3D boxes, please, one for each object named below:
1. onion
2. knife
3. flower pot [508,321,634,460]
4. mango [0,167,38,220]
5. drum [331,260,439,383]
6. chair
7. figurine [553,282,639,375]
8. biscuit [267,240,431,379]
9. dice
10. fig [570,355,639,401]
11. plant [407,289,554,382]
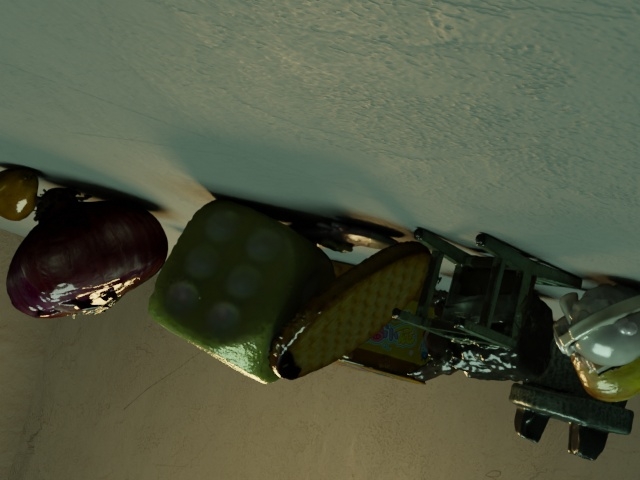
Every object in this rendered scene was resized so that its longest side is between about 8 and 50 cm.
[{"bbox_3d":[-0.484,0.011,1.906,0.347,0.285,0.347,-27,-179,0],"label":"onion"},{"bbox_3d":[0.000,0.001,1.617,0.132,0.038,0.398,20,171,-22],"label":"knife"},{"bbox_3d":[0.574,0.347,2.149,0.299,0.283,0.299,13,172,2],"label":"flower pot"},{"bbox_3d":[-0.600,-0.091,1.829,0.084,0.105,0.159,-3,177,-28],"label":"mango"},{"bbox_3d":[0.069,0.184,2.173,0.431,0.214,0.431,14,171,2],"label":"drum"},{"bbox_3d":[0.251,0.088,1.386,0.136,0.147,0.270,5,167,46],"label":"chair"},{"bbox_3d":[0.431,0.125,1.427,0.162,0.141,0.237,-24,165,3],"label":"figurine"},{"bbox_3d":[0.050,0.111,1.490,0.040,0.318,0.318,52,-174,20],"label":"biscuit"},{"bbox_3d":[-0.126,0.087,1.571,0.226,0.238,0.233,25,170,20],"label":"dice"},{"bbox_3d":[0.598,0.212,1.769,0.257,0.159,0.159,-19,151,41],"label":"fig"},{"bbox_3d":[0.305,0.172,1.736,0.234,0.204,0.178,-7,151,41],"label":"plant"}]
